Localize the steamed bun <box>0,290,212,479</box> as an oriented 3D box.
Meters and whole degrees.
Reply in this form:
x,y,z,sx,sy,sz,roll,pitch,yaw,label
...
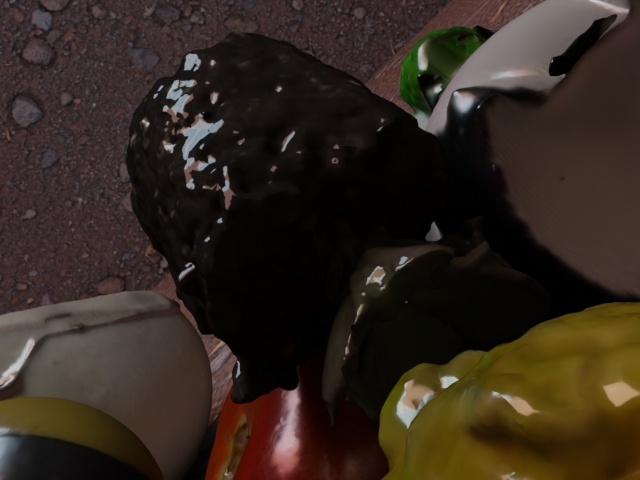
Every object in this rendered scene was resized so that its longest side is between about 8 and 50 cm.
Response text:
x,y,z,sx,sy,sz,roll,pitch,yaw,label
-0.280,0.192,1.266,0.375,0.241,0.374,-15,-1,0,steamed bun

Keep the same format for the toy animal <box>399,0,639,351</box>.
x,y,z,sx,sy,sz,roll,pitch,yaw,label
0.127,-0.033,0.722,0.212,0.212,0.267,-47,10,-16,toy animal

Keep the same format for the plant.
x,y,z,sx,sy,sz,roll,pitch,yaw,label
0.000,0.000,0.600,0.142,0.131,0.203,-18,43,-23,plant

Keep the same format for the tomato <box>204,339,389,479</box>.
x,y,z,sx,sy,sz,roll,pitch,yaw,label
0.011,0.131,0.692,0.195,0.136,0.195,-158,90,-78,tomato

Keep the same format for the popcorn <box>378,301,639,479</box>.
x,y,z,sx,sy,sz,roll,pitch,yaw,label
0.096,0.119,0.397,0.203,0.200,0.226,-12,-56,-55,popcorn

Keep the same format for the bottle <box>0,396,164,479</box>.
x,y,z,sx,sy,sz,roll,pitch,yaw,label
-0.152,0.226,0.588,0.171,0.171,0.351,-39,31,31,bottle
